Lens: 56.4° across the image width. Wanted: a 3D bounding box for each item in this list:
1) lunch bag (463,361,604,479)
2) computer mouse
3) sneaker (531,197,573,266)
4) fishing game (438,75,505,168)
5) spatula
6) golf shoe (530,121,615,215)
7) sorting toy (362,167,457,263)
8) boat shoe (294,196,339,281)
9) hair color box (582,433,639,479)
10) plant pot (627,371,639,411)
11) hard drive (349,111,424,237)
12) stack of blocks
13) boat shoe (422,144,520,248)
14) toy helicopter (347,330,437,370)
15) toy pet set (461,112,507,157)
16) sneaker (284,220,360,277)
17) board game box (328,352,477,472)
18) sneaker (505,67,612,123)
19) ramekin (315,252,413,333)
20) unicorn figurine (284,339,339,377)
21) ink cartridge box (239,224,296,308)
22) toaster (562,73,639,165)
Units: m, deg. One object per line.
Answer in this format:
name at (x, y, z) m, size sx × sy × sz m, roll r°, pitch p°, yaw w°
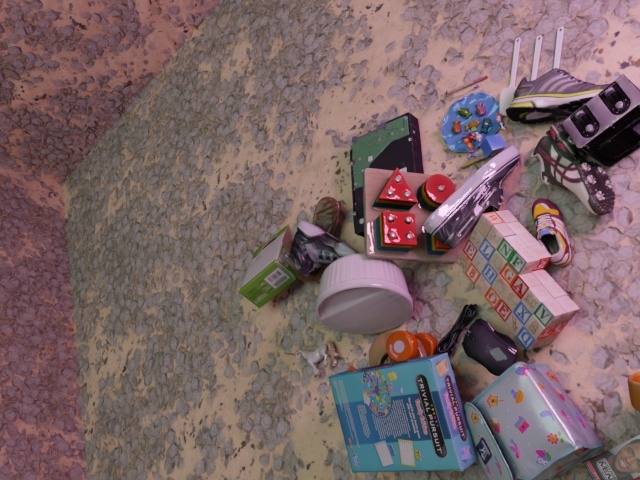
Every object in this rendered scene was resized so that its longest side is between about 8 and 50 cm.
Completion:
lunch bag at (0.442, 0.433, 1.337) m, size 0.262 × 0.160 × 0.223 m, roll -48°, pitch 48°, yaw 27°
computer mouse at (0.363, 0.270, 1.465) m, size 0.184 × 0.060 × 0.262 m, roll -59°, pitch 21°, yaw 12°
sneaker at (0.554, -0.030, 1.446) m, size 0.070 × 0.084 × 0.185 m, roll -31°, pitch 57°, yaw 31°
fishing game at (0.423, -0.341, 1.701) m, size 0.189 × 0.041 × 0.264 m, roll -17°, pitch 65°, yaw 34°
spatula at (0.577, -0.458, 1.620) m, size 0.168 × 0.019 × 0.242 m, roll 0°, pitch 75°, yaw 42°
golf shoe at (0.612, -0.156, 1.447) m, size 0.120 × 0.105 × 0.272 m, roll -49°, pitch 42°, yaw 41°
sorting toy at (0.251, -0.078, 1.611) m, size 0.089 × 0.257 × 0.255 m, roll 126°, pitch 146°, yaw -66°
boat shoe at (0.000, 0.000, 1.938) m, size 0.105 × 0.089 × 0.285 m, roll 23°, pitch 92°, yaw 10°
hair color box at (0.629, 0.463, 1.237) m, size 0.141 × 0.043 × 0.072 m, roll -40°, pitch 53°, yaw 24°
plant pot at (0.702, 0.351, 1.121) m, size 0.205 × 0.205 × 0.187 m, roll -8°, pitch 86°, yaw 40°
hard drive at (0.204, -0.198, 1.831) m, size 0.237 × 0.064 × 0.338 m, roll -19°, pitch 64°, yaw 36°
stack of blocks at (0.470, 0.089, 1.429) m, size 0.297 × 0.087 × 0.171 m, roll 58°, pitch 144°, yaw 37°
boat shoe at (0.413, -0.107, 1.551) m, size 0.335 × 0.121 × 0.119 m, roll -43°, pitch 84°, yaw -10°
toy helicopter at (0.206, 0.417, 1.573) m, size 0.235 × 0.140 × 0.355 m, roll -25°, pitch 66°, yaw 32°
toy pet set at (0.445, -0.279, 1.614) m, size 0.122 × 0.065 × 0.114 m, roll -31°, pitch 67°, yaw 28°
sneaker at (0.017, 0.062, 1.839) m, size 0.269 × 0.101 × 0.153 m, roll 32°, pitch 94°, yaw 16°
board game box at (0.192, 0.432, 1.473) m, size 0.336 × 0.079 × 0.253 m, roll -21°, pitch 80°, yaw 42°
sneaker at (0.617, -0.374, 1.488) m, size 0.300 × 0.111 × 0.121 m, roll 4°, pitch 75°, yaw 36°
ramekin at (0.118, 0.145, 1.660) m, size 0.273 × 0.273 × 0.127 m, roll -27°, pitch 47°, yaw 32°
unicorn figurine at (-0.016, 0.364, 1.844) m, size 0.162 × 0.060 × 0.111 m, roll -32°, pitch 54°, yaw 10°
ink cartridge box at (-0.160, 0.082, 2.049) m, size 0.189 × 0.097 × 0.255 m, roll -39°, pitch 19°, yaw 26°
toaster at (0.679, -0.269, 1.366) m, size 0.168 × 0.186 × 0.110 m, roll -42°, pitch 49°, yaw 33°
